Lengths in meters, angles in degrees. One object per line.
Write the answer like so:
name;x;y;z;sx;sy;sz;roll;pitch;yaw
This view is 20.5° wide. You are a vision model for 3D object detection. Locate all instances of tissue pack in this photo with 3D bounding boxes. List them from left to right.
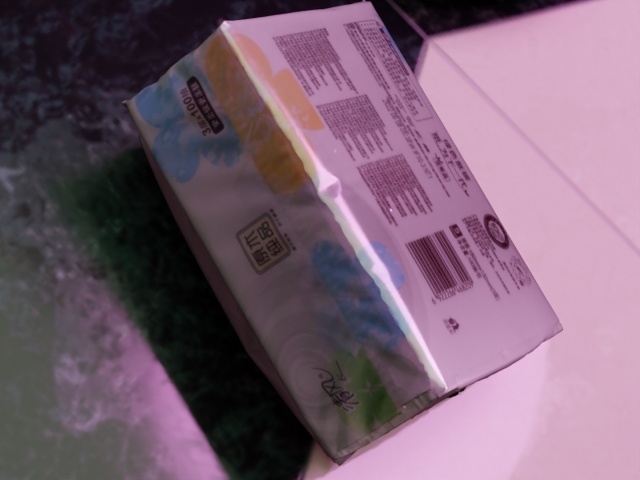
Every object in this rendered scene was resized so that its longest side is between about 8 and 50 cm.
tissue pack;0.000;0.000;1.000;0.159;0.145;0.229;-21;79;-56
